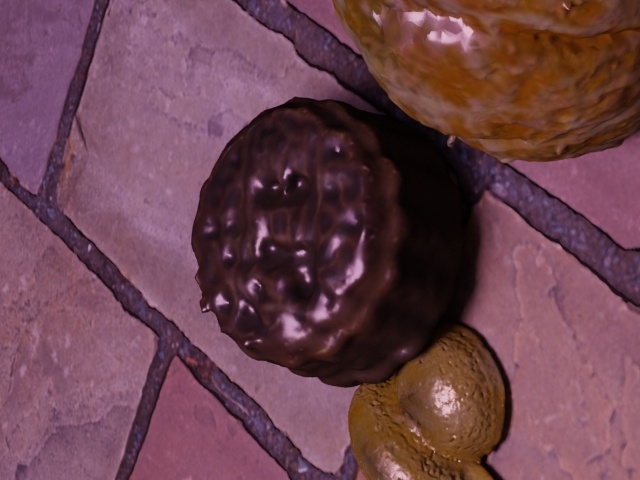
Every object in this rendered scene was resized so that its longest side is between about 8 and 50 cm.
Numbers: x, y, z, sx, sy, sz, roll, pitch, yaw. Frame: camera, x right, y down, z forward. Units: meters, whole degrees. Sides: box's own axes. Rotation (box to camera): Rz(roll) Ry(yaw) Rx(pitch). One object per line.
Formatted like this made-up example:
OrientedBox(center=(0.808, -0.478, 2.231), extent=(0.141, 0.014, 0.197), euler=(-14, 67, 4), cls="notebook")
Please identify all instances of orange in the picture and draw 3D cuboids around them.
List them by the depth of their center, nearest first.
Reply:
OrientedBox(center=(0.113, -0.202, 1.122), extent=(0.271, 0.210, 0.368), euler=(44, 148, 27), cls="orange")

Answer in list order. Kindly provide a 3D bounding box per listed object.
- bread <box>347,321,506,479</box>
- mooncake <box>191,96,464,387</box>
OrientedBox(center=(0.088, 0.154, 1.353), extent=(0.149, 0.065, 0.187), euler=(-46, 58, 33), cls="bread")
OrientedBox(center=(0.000, 0.000, 1.372), extent=(0.228, 0.124, 0.228), euler=(-15, 68, 42), cls="mooncake")
